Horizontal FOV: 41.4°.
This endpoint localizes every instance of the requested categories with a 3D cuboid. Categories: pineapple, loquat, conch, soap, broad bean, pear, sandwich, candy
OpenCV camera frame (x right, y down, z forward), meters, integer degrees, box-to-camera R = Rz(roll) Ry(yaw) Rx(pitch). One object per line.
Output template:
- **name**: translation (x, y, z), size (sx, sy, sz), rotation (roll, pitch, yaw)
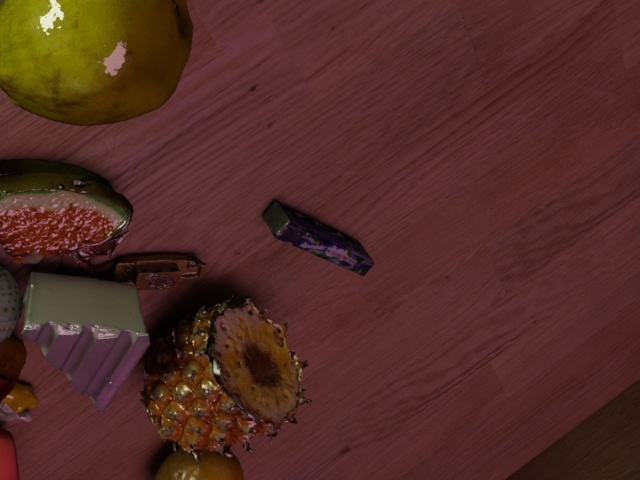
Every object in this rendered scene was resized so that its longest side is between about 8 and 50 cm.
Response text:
- **pineapple**: translation (-0.221, 0.319, 1.889), size (0.352, 0.352, 0.300), rotation (17, 142, -41)
- **loquat**: translation (-0.312, 0.631, 2.185), size (0.244, 0.244, 0.243), rotation (-18, 132, -20)
- **conch**: translation (-0.665, 0.133, 1.587), size (0.172, 0.131, 0.199), rotation (18, 110, 0)
- **soap**: translation (-0.512, 0.213, 1.719), size (0.258, 0.158, 0.302), rotation (9, 133, -33)
- **broad bean**: translation (-0.689, 0.281, 1.715), size (0.228, 0.122, 0.156), rotation (-43, 134, 10)
- **pear**: translation (-0.375, -0.312, 1.340), size (0.375, 0.287, 0.287), rotation (-22, 136, 7)
- **sandwich**: translation (-0.501, -0.053, 1.580), size (0.292, 0.109, 0.212), rotation (-10, 136, -23)
- **candy**: translation (0.000, 0.000, 1.955), size (0.312, 0.088, 0.061), rotation (26, 112, -44)

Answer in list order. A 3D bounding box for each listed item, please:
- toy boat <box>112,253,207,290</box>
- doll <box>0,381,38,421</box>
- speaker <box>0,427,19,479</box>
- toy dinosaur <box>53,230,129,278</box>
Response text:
- **toy boat**: translation (-0.337, 0.067, 1.799), size (0.201, 0.077, 0.057), rotation (-2, 124, -32)
- **doll**: translation (-0.670, 0.363, 1.839), size (0.113, 0.071, 0.135), rotation (-27, 140, 0)
- **speaker**: translation (-0.726, 0.532, 1.777), size (0.294, 0.294, 0.294), rotation (-18, 132, -20)
- **toy dinosaur**: translation (-0.483, 0.042, 1.719), size (0.220, 0.032, 0.108), rotation (-35, 133, -7)
